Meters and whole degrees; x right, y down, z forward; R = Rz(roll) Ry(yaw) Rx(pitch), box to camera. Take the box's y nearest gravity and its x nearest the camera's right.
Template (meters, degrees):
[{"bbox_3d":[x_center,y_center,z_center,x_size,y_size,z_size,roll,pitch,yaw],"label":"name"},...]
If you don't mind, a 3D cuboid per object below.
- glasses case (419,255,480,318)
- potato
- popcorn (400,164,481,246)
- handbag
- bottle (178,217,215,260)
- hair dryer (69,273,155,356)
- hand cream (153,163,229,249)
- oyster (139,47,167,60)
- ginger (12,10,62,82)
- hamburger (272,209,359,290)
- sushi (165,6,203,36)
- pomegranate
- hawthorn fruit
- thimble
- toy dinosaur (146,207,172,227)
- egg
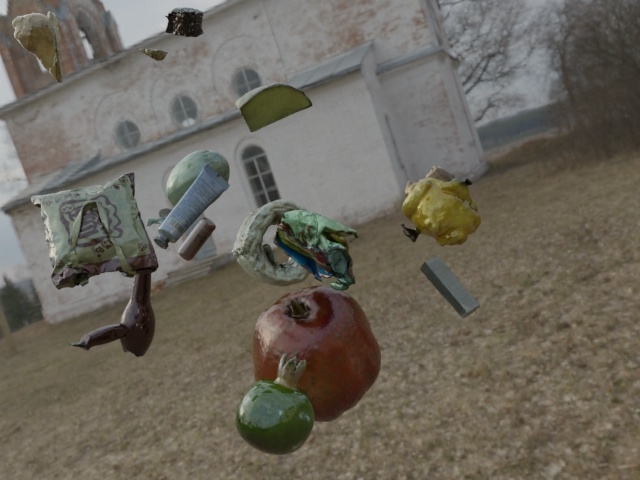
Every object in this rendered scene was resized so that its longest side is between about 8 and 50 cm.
[{"bbox_3d":[0.396,0.144,1.979,0.071,0.205,0.047,-20,-26,-39],"label":"glasses case"},{"bbox_3d":[-0.109,-0.309,1.388,0.149,0.081,0.120,-24,31,-3],"label":"potato"},{"bbox_3d":[0.426,-0.133,2.271,0.297,0.316,0.281,20,-44,-33],"label":"popcorn"},{"bbox_3d":[-0.463,-0.021,1.319,0.213,0.235,0.127,-13,-23,-21],"label":"handbag"},{"bbox_3d":[-0.377,-0.005,1.963,0.140,0.053,0.053,-52,0,10],"label":"bottle"},{"bbox_3d":[-0.701,0.268,2.174,0.123,0.312,0.340,12,14,31],"label":"hair dryer"},{"bbox_3d":[-0.352,-0.087,1.747,0.058,0.091,0.271,-17,34,55],"label":"hand cream"},{"bbox_3d":[-0.574,-0.640,2.208,0.083,0.038,0.080,8,22,2],"label":"oyster"},{"bbox_3d":[-0.776,-0.535,1.783,0.123,0.193,0.115,-12,0,-29],"label":"ginger"},{"bbox_3d":[0.007,0.001,1.756,0.150,0.276,0.260,-50,-21,-19],"label":"hamburger"},{"bbox_3d":[-0.409,-0.666,1.957,0.098,0.084,0.094,18,30,18],"label":"sushi"},{"bbox_3d":[-0.093,0.371,1.462,0.187,0.225,0.187,18,-3,1],"label":"pomegranate"},{"bbox_3d":[-0.027,0.315,1.879,0.403,0.402,0.403,-18,5,2],"label":"hawthorn fruit"},{"bbox_3d":[-0.152,0.014,2.186,0.291,0.291,0.195,-21,4,-22],"label":"thimble"},{"bbox_3d":[-0.532,-0.080,2.299,0.187,0.106,0.044,-48,-9,-36],"label":"toy dinosaur"},{"bbox_3d":[-0.391,-0.191,2.056,0.236,0.169,0.169,-39,-1,17],"label":"egg"}]
